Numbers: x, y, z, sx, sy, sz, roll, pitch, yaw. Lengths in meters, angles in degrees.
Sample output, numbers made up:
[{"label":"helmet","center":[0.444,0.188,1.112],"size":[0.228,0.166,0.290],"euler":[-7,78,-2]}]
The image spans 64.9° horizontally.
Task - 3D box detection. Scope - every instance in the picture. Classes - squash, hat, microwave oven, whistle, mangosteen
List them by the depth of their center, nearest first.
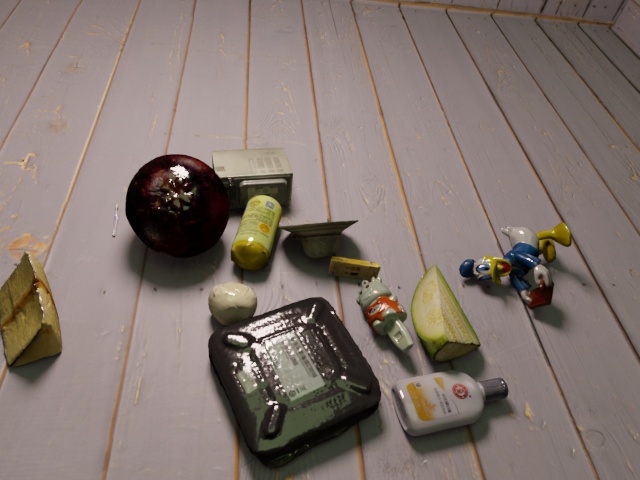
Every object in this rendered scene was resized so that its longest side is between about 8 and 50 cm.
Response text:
[{"label":"whistle","center":[0.174,0.199,1.382],"size":[0.106,0.101,0.253],"euler":[-7,45,-27]},{"label":"squash","center":[0.301,0.193,1.398],"size":[0.203,0.111,0.288],"euler":[16,40,-44]},{"label":"mangosteen","center":[-0.411,-0.096,1.447],"size":[0.297,0.293,0.297],"euler":[4,82,-31]},{"label":"hat","center":[0.000,0.000,1.520],"size":[0.252,0.252,0.109],"euler":[-5,91,-14]},{"label":"microwave oven","center":[-0.223,-0.195,1.636],"size":[0.241,0.145,0.194],"euler":[-5,45,-15]}]

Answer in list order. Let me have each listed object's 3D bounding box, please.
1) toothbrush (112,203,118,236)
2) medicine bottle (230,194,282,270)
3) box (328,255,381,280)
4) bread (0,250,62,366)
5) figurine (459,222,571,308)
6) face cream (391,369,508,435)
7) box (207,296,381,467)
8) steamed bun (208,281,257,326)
[{"label":"toothbrush","center":[-0.626,-0.063,1.539],"size":[0.011,0.013,0.131],"euler":[-9,51,-5]},{"label":"medicine bottle","center":[-0.191,-0.019,1.507],"size":[0.124,0.124,0.238],"euler":[10,48,-1]},{"label":"box","center":[0.099,0.084,1.494],"size":[0.149,0.073,0.020],"euler":[9,49,-3]},{"label":"bread","center":[-0.721,0.154,1.214],"size":[0.135,0.178,0.240],"euler":[-17,55,-25]},{"label":"figurine","center":[0.595,0.091,1.550],"size":[0.338,0.204,0.283],"euler":[-8,56,-1]},{"label":"face cream","center":[0.329,0.394,1.254],"size":[0.291,0.071,0.144],"euler":[-4,49,-15]},{"label":"box","center":[-0.064,0.322,1.235],"size":[0.350,0.091,0.359],"euler":[-18,54,-24]},{"label":"steamed bun","center":[-0.232,0.174,1.323],"size":[0.130,0.112,0.091],"euler":[12,27,-13]}]
